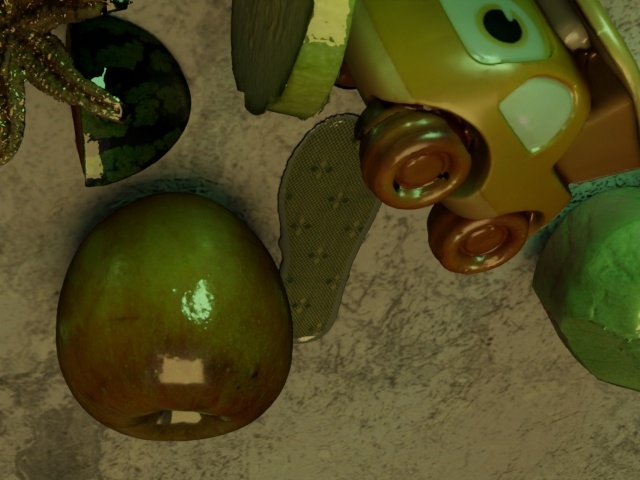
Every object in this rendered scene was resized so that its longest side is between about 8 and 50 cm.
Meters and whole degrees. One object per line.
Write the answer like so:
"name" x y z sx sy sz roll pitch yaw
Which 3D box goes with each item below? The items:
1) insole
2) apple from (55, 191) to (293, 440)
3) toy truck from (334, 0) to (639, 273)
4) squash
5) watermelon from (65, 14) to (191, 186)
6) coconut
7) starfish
"insole" 0.000 0.000 1.099 0.109 0.007 0.322 0 134 -15
"apple" -0.130 0.071 1.013 0.236 0.208 0.237 -2 153 -1
"toy truck" 0.135 -0.114 0.874 0.211 0.204 0.288 -30 141 13
"squash" -0.014 -0.190 0.745 0.041 0.219 0.219 4 133 -19
"watermelon" -0.178 -0.106 0.883 0.094 0.135 0.125 -1 155 42
"coconut" 0.330 0.053 1.109 0.235 0.236 0.205 0 101 -16
"starfish" -0.236 -0.158 0.811 0.238 0.057 0.213 6 106 22
